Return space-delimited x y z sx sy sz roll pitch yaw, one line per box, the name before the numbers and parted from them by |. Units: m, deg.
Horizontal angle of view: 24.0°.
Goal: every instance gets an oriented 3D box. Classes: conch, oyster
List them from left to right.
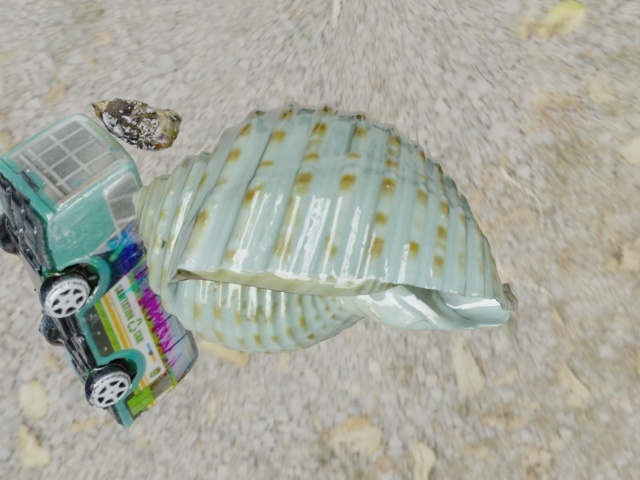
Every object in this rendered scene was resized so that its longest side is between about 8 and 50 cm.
oyster | -0.171 -0.112 1.386 0.083 0.054 0.019 18 142 0
conch | -0.003 -0.006 0.604 0.153 0.135 0.102 -7 89 10

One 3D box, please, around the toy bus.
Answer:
toy bus | -0.159 0.030 1.075 0.109 0.262 0.091 -36 57 -18
